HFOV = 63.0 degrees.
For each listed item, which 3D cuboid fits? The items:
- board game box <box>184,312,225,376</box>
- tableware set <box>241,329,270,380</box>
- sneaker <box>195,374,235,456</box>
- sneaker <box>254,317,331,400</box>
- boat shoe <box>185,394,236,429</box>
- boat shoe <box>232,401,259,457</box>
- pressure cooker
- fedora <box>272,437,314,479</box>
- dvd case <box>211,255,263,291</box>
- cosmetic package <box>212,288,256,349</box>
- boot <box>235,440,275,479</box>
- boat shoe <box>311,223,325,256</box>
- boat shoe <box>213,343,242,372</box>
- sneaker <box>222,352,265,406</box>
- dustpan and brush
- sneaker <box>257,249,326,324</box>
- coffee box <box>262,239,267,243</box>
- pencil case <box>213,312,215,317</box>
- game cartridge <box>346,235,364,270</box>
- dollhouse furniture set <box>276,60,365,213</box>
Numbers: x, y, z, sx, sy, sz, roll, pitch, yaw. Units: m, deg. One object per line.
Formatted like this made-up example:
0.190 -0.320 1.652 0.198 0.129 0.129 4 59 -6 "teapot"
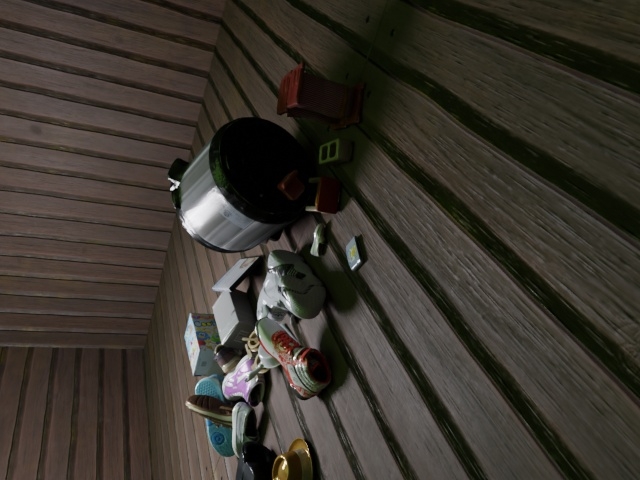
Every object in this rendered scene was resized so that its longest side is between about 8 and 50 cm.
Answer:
-0.508 0.462 2.336 0.275 0.142 0.144 53 130 55 "board game box"
-0.212 0.377 1.810 0.128 0.039 0.194 -45 36 8 "tableware set"
-0.387 0.682 2.089 0.208 0.127 0.318 40 -147 -88 "sneaker"
-0.072 0.309 1.466 0.270 0.090 0.145 56 138 12 "sneaker"
-0.383 0.652 1.936 0.095 0.258 0.095 -37 -43 -69 "boat shoe"
-0.258 0.680 1.836 0.081 0.079 0.227 10 110 35 "boat shoe"
-0.275 -0.158 1.710 0.420 0.376 0.369 -33 80 47 "pressure cooker"
-0.086 0.664 1.498 0.194 0.079 0.194 -26 60 60 "fedora"
-0.335 0.134 2.085 0.180 0.022 0.253 -48 16 -22 "dvd case"
-0.338 0.301 2.053 0.127 0.107 0.238 -55 36 14 "cosmetic package"
-0.274 0.883 1.740 0.367 0.146 0.444 18 103 54 "boot"
0.000 0.000 1.554 0.035 0.035 0.100 20 98 36 "boat shoe"
-0.371 0.443 2.042 0.092 0.103 0.285 56 170 -4 "boat shoe"
-0.280 0.551 1.904 0.282 0.102 0.161 -59 38 39 "sneaker"
-0.172 0.379 1.695 0.147 0.211 0.060 37 159 57 "dustpan and brush"
-0.095 0.186 1.585 0.366 0.138 0.210 -126 48 -61 "sneaker"
-0.297 -0.111 2.082 0.297 0.119 0.168 36 116 61 "coffee box"
-0.423 0.295 2.294 0.152 0.065 0.070 -40 24 55 "pencil case"
0.089 0.036 1.377 0.056 0.017 0.083 122 145 -47 "game cartridge"
-0.014 -0.271 1.455 0.152 0.202 0.373 -1 82 64 "dollhouse furniture set"
